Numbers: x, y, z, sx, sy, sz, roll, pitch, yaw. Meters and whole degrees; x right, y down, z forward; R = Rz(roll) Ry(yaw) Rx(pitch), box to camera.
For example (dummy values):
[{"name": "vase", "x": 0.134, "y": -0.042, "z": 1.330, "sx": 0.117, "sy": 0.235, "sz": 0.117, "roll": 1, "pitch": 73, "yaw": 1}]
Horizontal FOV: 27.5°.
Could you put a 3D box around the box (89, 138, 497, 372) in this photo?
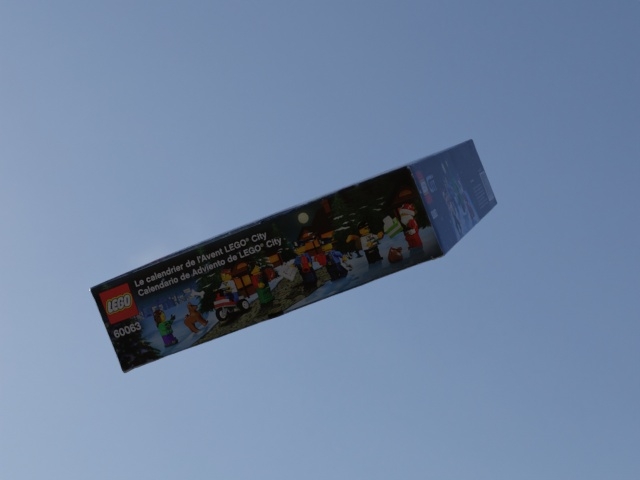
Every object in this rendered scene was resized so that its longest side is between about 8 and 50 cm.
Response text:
[{"name": "box", "x": 0.000, "y": 0.000, "z": 0.680, "sx": 0.159, "sy": 0.044, "sz": 0.233, "roll": -20, "pitch": 2, "yaw": 14}]
